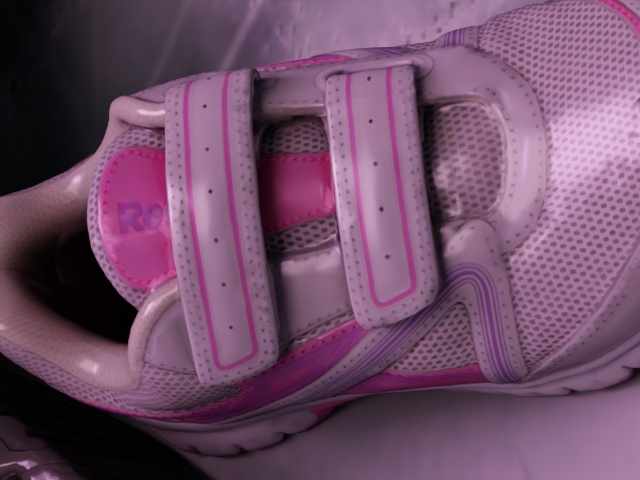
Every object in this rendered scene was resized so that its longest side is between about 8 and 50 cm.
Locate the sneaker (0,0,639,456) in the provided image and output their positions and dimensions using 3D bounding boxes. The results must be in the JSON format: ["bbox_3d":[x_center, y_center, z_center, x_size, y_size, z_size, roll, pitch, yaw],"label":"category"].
[{"bbox_3d":[0.000,0.000,0.529,0.252,0.111,0.103,-25,66,36],"label":"sneaker"}]

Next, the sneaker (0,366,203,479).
[{"bbox_3d":[-0.069,0.132,0.582,0.227,0.087,0.130,39,102,34],"label":"sneaker"}]
